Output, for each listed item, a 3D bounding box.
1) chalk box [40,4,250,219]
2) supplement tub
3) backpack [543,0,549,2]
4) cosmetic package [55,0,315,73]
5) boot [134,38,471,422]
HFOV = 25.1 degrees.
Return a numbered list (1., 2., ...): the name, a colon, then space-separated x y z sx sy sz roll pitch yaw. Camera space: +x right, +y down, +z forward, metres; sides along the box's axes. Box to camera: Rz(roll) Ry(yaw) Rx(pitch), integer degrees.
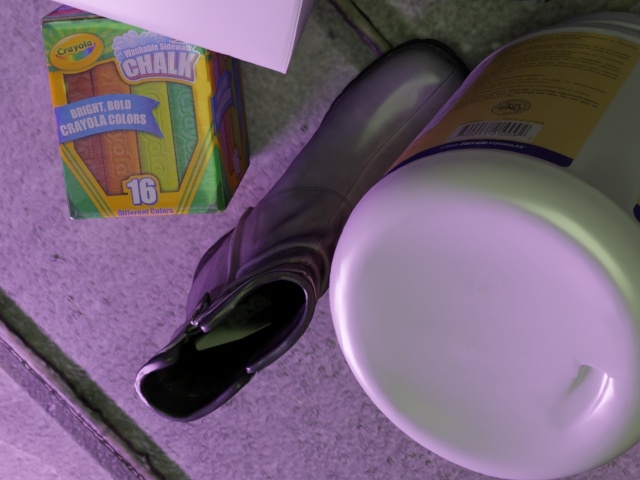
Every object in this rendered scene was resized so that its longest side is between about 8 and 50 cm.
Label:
1. chalk box: -0.140 -0.139 1.164 0.132 0.132 0.213 -4 110 8
2. supplement tub: 0.173 -0.013 1.039 0.241 0.331 0.241 13 123 21
3. backpack: 0.114 -0.276 1.090 0.158 0.117 0.173 3 111 6
4. cosmetic package: -0.160 -0.286 1.053 0.365 0.197 0.155 19 143 2
5. boot: 0.000 0.000 1.149 0.118 0.223 0.338 38 110 -6
